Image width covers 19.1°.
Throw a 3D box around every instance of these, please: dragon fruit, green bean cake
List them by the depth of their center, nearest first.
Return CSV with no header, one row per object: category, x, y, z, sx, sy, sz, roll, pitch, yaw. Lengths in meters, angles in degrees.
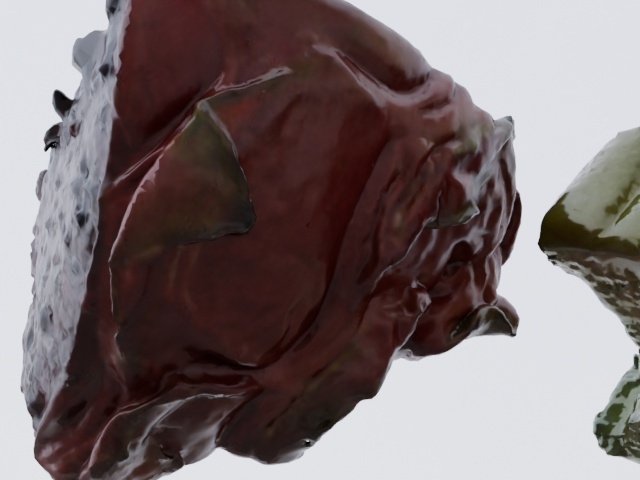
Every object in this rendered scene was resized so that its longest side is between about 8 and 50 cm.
dragon fruit,0.000,0.008,1.124,0.329,0.228,0.286,11,-38,-17
green bean cake,0.266,0.051,1.176,0.124,0.233,0.236,-51,-41,-29
